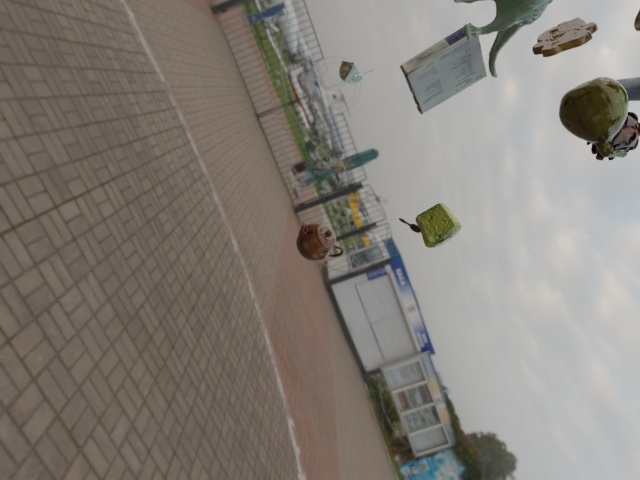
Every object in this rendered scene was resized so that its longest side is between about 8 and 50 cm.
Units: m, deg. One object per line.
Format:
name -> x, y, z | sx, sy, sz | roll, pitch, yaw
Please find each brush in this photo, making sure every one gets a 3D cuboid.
brush -> 0.276, -0.048, 1.470 | 0.083, 0.008, 0.024 | 36, -55, 28

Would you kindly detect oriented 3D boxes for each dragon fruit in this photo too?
dragon fruit -> 1.084, -0.390, 1.755 | 0.182, 0.182, 0.188 | 64, 30, -49

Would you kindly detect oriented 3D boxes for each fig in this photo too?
fig -> 0.645, -0.285, 1.127 | 0.148, 0.142, 0.186 | -13, 100, -60

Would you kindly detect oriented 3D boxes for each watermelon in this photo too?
watermelon -> 0.103, -0.535, 1.503 | 0.061, 0.085, 0.085 | 125, -50, -61

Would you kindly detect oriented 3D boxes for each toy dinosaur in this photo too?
toy dinosaur -> 0.383, -0.474, 0.990 | 0.393, 0.206, 0.092 | 63, 20, -52

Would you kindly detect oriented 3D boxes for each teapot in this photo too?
teapot -> 0.000, 0.000, 1.369 | 0.173, 0.116, 0.116 | 33, 24, -27

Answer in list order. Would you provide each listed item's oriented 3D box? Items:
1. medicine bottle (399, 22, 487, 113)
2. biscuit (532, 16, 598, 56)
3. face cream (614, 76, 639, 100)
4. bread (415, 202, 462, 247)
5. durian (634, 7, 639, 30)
medicine bottle -> 0.324, -0.438, 1.241 | 0.171, 0.201, 0.052 | 42, 23, -53
biscuit -> 0.761, -0.635, 1.492 | 0.035, 0.184, 0.249 | 60, 30, -26
face cream -> 1.081, -0.487, 1.517 | 0.135, 0.385, 0.086 | -53, 137, -39
bread -> 0.378, -0.043, 1.524 | 0.114, 0.129, 0.111 | 66, 13, 21
durian -> 1.130, -0.777, 1.618 | 0.110, 0.071, 0.140 | -11, -98, 59
